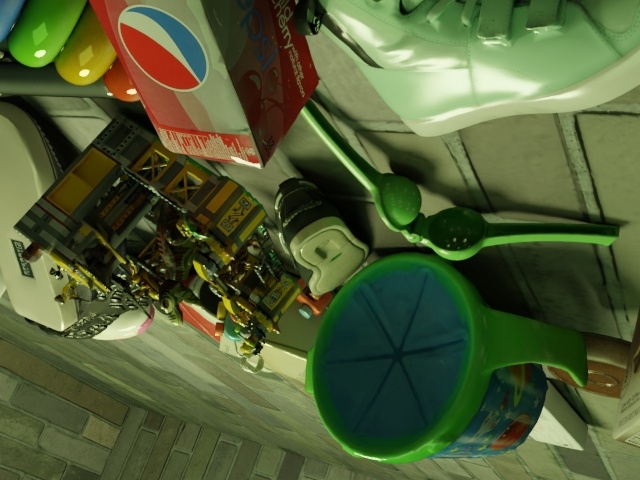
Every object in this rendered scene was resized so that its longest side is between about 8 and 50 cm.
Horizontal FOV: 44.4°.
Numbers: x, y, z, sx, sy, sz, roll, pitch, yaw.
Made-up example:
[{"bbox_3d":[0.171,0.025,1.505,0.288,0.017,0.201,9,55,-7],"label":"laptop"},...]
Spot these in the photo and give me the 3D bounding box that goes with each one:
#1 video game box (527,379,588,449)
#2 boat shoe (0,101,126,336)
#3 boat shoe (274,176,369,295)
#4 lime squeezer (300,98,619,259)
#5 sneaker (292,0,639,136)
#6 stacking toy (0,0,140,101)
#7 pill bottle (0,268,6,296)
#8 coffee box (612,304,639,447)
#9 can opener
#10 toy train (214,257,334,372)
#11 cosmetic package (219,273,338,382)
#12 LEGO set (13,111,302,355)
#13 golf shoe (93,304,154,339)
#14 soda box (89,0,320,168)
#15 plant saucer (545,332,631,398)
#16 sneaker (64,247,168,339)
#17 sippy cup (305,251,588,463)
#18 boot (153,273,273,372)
[{"bbox_3d":[0.302,0.264,1.242,0.187,0.048,0.205,1,151,37],"label":"video game box"},{"bbox_3d":[-0.345,-0.048,1.021,0.127,0.158,0.341,19,131,17],"label":"boat shoe"},{"bbox_3d":[0.000,0.000,0.886,0.079,0.084,0.233,55,177,21],"label":"boat shoe"},{"bbox_3d":[0.101,-0.033,0.713,0.310,0.059,0.110,24,159,-5],"label":"lime squeezer"},{"bbox_3d":[0.087,-0.142,0.421,0.151,0.094,0.256,36,153,-26],"label":"sneaker"},{"bbox_3d":[-0.184,-0.174,0.569,0.330,0.141,0.141,25,159,-29],"label":"stacking toy"},{"bbox_3d":[-0.609,-0.055,1.076,0.392,0.224,0.224,32,156,-26],"label":"pill bottle"},{"bbox_3d":[0.329,0.062,0.582,0.118,0.168,0.297,17,159,11],"label":"coffee box"},{"bbox_3d":[-0.269,-0.170,0.731,0.280,0.074,0.093,8,-171,33],"label":"can opener"},{"bbox_3d":[-0.061,0.089,1.041,0.125,0.166,0.046,45,158,6],"label":"toy train"},{"bbox_3d":[0.015,0.151,1.150,0.309,0.113,0.160,20,159,0],"label":"cosmetic package"},{"bbox_3d":[-0.175,0.035,0.868,0.255,0.192,0.331,35,166,13],"label":"LEGO set"},{"bbox_3d":[-0.459,0.099,1.458,0.306,0.115,0.140,14,154,15],"label":"golf shoe"},{"bbox_3d":[-0.082,-0.169,0.444,0.083,0.092,0.263,10,142,25],"label":"soda box"},{"bbox_3d":[0.353,0.162,0.984,0.168,0.029,0.168,19,158,8],"label":"plant saucer"},{"bbox_3d":[-0.331,0.050,1.247,0.283,0.124,0.107,-26,143,28],"label":"sneaker"},{"bbox_3d":[0.145,0.157,0.927,0.224,0.240,0.305,28,-178,-43],"label":"sippy cup"},{"bbox_3d":[-0.174,0.135,1.323,0.176,0.088,0.244,-2,141,45],"label":"boot"}]
